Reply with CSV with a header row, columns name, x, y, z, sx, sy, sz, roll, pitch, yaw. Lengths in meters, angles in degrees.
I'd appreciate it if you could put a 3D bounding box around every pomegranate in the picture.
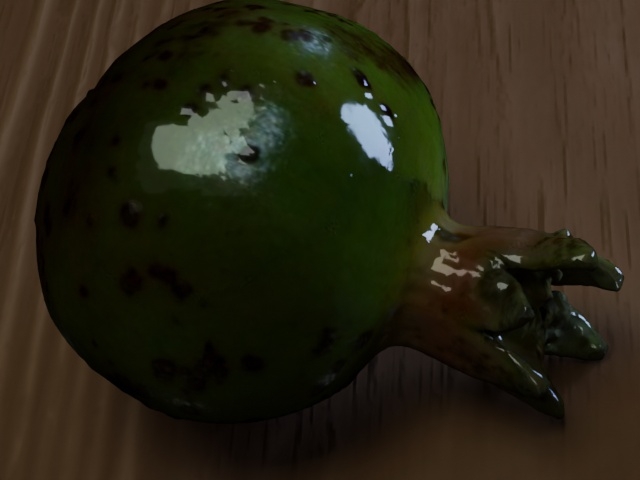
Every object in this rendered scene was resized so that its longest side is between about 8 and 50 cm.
name,x,y,z,sx,sy,sz,roll,pitch,yaw
pomegranate,-0.014,0.006,0.930,0.231,0.231,0.286,-41,57,-16
